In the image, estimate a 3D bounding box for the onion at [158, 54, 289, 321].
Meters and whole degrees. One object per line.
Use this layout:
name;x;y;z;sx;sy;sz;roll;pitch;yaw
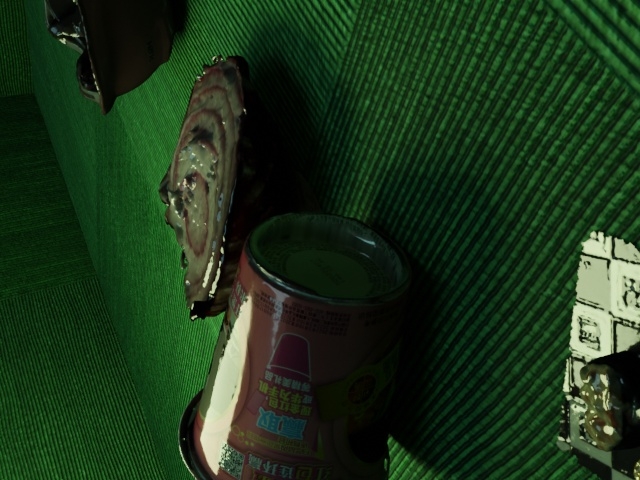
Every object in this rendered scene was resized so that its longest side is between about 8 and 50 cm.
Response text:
onion;-0.098;-0.068;0.904;0.280;0.146;0.315;-58;34;39

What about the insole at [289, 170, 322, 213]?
insole;0.000;0.000;0.876;0.194;0.006;0.065;65;152;21

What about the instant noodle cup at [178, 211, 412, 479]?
instant noodle cup;-0.015;0.117;0.741;0.244;0.243;0.255;48;134;45

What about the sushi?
sushi;0.218;0.115;0.445;0.210;0.040;0.193;35;132;55

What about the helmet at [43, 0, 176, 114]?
helmet;-0.333;-0.376;1.155;0.338;0.197;0.271;53;156;27
